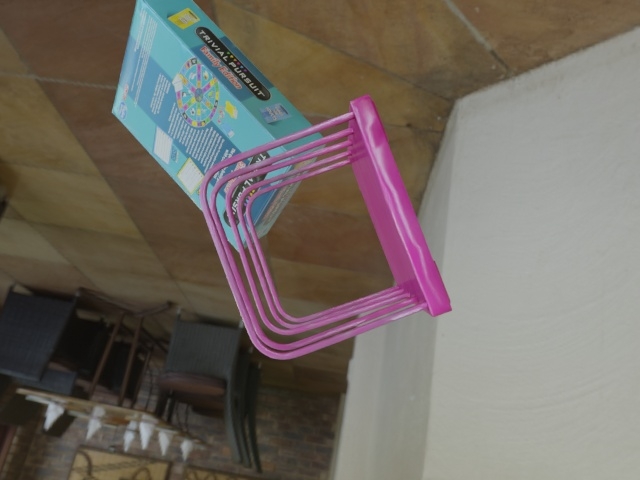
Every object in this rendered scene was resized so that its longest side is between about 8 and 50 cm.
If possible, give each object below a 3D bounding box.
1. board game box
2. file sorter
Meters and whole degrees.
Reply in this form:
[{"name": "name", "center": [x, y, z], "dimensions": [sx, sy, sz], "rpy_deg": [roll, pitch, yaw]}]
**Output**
[{"name": "board game box", "center": [-0.174, -0.182, 0.944], "dimensions": [0.336, 0.079, 0.254], "rpy_deg": [47, 140, 7]}, {"name": "file sorter", "center": [0.000, 0.000, 0.660], "dimensions": [0.182, 0.202, 0.291], "rpy_deg": [-20, 178, 2]}]
